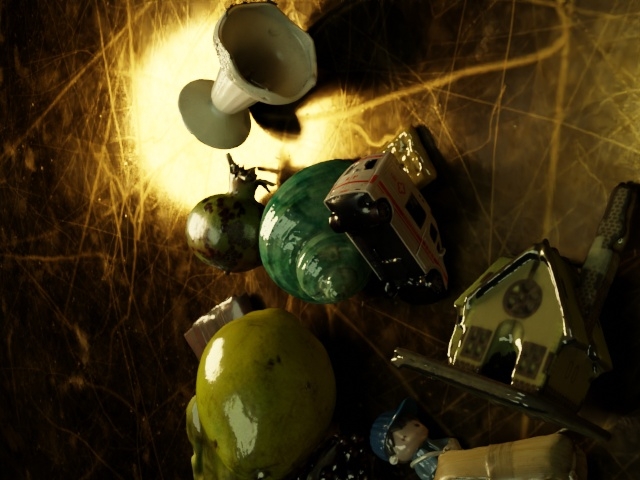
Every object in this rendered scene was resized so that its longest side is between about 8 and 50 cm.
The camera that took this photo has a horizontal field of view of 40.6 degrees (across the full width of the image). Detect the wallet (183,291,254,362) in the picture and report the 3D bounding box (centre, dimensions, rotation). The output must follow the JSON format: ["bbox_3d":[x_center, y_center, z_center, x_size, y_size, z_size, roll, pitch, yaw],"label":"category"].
[{"bbox_3d":[-0.138,0.222,1.469,0.182,0.049,0.229,-38,73,41],"label":"wallet"}]

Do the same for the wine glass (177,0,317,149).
[{"bbox_3d":[-0.113,-0.235,1.282,0.196,0.165,0.165,-40,69,51],"label":"wine glass"}]

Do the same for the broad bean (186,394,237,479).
[{"bbox_3d":[-0.181,0.368,1.491,0.153,0.072,0.206,15,123,47],"label":"broad bean"}]

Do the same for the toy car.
[{"bbox_3d":[0.101,-0.012,1.138,0.089,0.108,0.209,-14,123,43],"label":"toy car"}]

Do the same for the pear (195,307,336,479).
[{"bbox_3d":[-0.080,0.226,1.286,0.212,0.212,0.269,-46,29,41],"label":"pear"}]

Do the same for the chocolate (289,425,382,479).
[{"bbox_3d":[0.041,0.338,1.255,0.156,0.156,0.133,34,103,36],"label":"chocolate"}]

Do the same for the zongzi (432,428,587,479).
[{"bbox_3d":[0.256,0.334,1.073,0.194,0.099,0.197,-22,113,32],"label":"zongzi"}]

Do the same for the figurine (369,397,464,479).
[{"bbox_3d":[0.139,0.284,1.187,0.149,0.086,0.087,33,145,24],"label":"figurine"}]

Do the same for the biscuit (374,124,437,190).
[{"bbox_3d":[0.113,-0.101,1.165,0.081,0.018,0.083,-37,71,44],"label":"biscuit"}]

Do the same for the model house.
[{"bbox_3d":[0.244,0.059,0.985,0.218,0.205,0.278,13,78,42],"label":"model house"}]

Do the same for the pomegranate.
[{"bbox_3d":[-0.128,-0.030,1.356,0.148,0.148,0.169,38,98,34],"label":"pomegranate"}]

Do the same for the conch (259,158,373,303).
[{"bbox_3d":[0.000,0.002,1.218,0.202,0.134,0.196,52,132,26],"label":"conch"}]
